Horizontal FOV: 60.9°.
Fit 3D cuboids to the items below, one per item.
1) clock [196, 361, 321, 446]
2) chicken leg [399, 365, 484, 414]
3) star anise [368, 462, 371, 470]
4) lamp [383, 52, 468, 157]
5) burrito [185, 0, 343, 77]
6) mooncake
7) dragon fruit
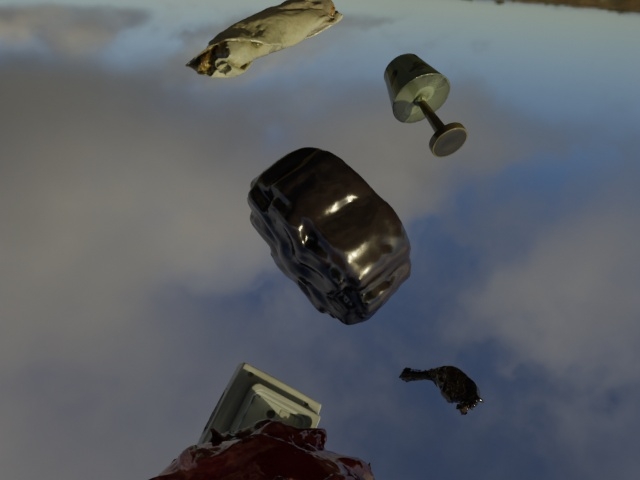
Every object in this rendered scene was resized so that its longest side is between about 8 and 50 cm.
[{"bbox_3d":[-0.140,0.445,1.258,0.231,0.116,0.262,33,-122,-10],"label":"clock"},{"bbox_3d":[0.305,0.356,1.360,0.106,0.051,0.253,-34,-158,-26],"label":"chicken leg"},{"bbox_3d":[0.084,0.654,1.331,0.111,0.196,0.212,14,-130,36],"label":"star anise"},{"bbox_3d":[0.200,-0.257,1.032,0.121,0.121,0.214,-8,-126,-25],"label":"lamp"},{"bbox_3d":[-0.077,-0.382,0.995,0.117,0.076,0.392,19,-137,29],"label":"burrito"},{"bbox_3d":[0.000,0.000,0.834,0.141,0.283,0.283,-40,-137,-19],"label":"mooncake"},{"bbox_3d":[-0.091,0.356,0.633,0.386,0.371,0.249,-29,-125,10],"label":"dragon fruit"}]
